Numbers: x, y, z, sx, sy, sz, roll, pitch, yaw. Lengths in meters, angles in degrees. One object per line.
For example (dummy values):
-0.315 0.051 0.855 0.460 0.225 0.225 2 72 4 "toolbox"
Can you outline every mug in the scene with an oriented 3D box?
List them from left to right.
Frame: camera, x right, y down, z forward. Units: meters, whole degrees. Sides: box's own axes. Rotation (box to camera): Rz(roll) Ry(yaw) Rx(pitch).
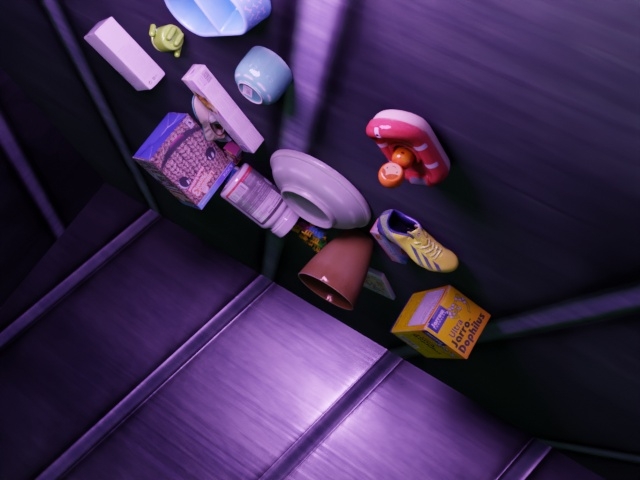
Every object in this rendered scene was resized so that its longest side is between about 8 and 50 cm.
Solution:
-0.142 -0.394 1.415 0.129 0.097 0.158 16 156 45 "mug"

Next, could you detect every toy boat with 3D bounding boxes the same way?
0.185 -0.186 1.292 0.151 0.151 0.231 14 155 47 "toy boat"

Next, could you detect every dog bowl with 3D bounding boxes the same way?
-0.240 -0.533 1.253 0.297 0.074 0.166 18 158 43 "dog bowl"

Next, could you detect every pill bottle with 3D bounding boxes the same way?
-0.224 -0.149 2.155 0.283 0.161 0.161 38 163 -16 "pill bottle"

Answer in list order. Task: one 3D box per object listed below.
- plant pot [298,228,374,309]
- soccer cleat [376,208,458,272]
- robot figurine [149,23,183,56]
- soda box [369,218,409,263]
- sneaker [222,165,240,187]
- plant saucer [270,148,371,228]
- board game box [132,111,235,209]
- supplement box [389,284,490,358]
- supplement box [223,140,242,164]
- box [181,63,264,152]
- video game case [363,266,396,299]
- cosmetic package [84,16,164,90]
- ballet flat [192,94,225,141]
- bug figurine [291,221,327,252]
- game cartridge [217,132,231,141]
0.086 0.088 2.074 0.237 0.254 0.237 31 163 11 "plant pot"
0.303 0.004 1.721 0.289 0.093 0.121 33 157 0 "soccer cleat"
-0.420 -0.554 1.543 0.101 0.067 0.115 32 169 -40 "robot figurine"
0.240 0.004 1.892 0.063 0.058 0.183 17 158 44 "soda box"
-0.353 -0.243 2.264 0.058 0.084 0.152 38 163 -13 "sneaker"
-0.022 -0.142 1.904 0.400 0.100 0.400 31 163 11 "plant saucer"
-0.513 -0.302 2.142 0.141 0.232 0.291 17 157 45 "board game box"
0.446 0.319 2.153 0.195 0.194 0.356 36 164 -5 "supplement box"
-0.318 -0.320 2.054 0.055 0.043 0.083 33 163 6 "supplement box"
-0.296 -0.402 1.743 0.063 0.067 0.324 19 159 43 "box"
0.214 0.167 2.460 0.206 0.026 0.227 23 161 33 "video game case"
-0.624 -0.591 1.799 0.117 0.085 0.231 14 152 49 "cosmetic package"
-0.359 -0.405 1.859 0.086 0.086 0.248 31 165 9 "ballet flat"
0.000 0.000 2.312 0.216 0.072 0.279 27 168 42 "bug figurine"
-0.359 -0.378 2.020 0.083 0.017 0.056 13 157 50 "game cartridge"
